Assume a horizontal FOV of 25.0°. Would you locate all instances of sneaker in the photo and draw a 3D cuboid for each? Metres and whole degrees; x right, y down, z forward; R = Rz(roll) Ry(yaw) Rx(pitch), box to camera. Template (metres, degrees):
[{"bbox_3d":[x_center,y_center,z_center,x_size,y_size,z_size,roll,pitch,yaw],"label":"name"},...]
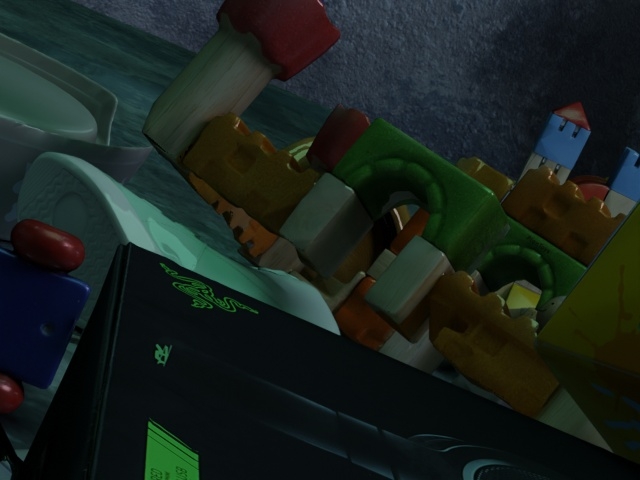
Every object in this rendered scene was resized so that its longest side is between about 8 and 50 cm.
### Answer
[{"bbox_3d":[-0.098,0.030,1.019,0.256,0.094,0.151,41,21,26],"label":"sneaker"}]

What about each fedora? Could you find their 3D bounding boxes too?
[{"bbox_3d":[0.000,0.000,1.324,0.194,0.194,0.079,17,-23,-36],"label":"fedora"}]

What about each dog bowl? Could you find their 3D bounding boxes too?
[{"bbox_3d":[-0.310,-0.109,1.169,0.348,0.102,0.349,24,12,-5],"label":"dog bowl"}]

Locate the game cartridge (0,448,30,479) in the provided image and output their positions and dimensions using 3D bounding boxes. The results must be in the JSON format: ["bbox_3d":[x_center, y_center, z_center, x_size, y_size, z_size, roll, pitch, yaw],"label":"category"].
[{"bbox_3d":[-0.073,0.186,0.468,0.355,0.068,0.230,33,17,32],"label":"game cartridge"}]

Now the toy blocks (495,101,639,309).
[{"bbox_3d":[0.346,0.010,1.661,0.381,0.261,0.191,27,11,2],"label":"toy blocks"}]

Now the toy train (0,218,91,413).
[{"bbox_3d":[-0.172,0.040,0.837,0.248,0.105,0.143,24,-2,-11],"label":"toy train"}]

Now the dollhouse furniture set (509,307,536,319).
[{"bbox_3d":[0.223,0.126,1.316,0.183,0.129,0.129,-2,-3,27],"label":"dollhouse furniture set"}]

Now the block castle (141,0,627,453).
[{"bbox_3d":[0.116,-0.001,1.047,0.453,0.213,0.303,36,-9,30],"label":"block castle"}]

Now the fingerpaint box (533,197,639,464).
[{"bbox_3d":[0.354,0.160,0.590,0.371,0.163,0.445,17,-28,54],"label":"fingerpaint box"}]

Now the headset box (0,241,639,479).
[{"bbox_3d":[0.020,0.130,0.446,0.283,0.131,0.246,24,10,-10],"label":"headset box"}]
